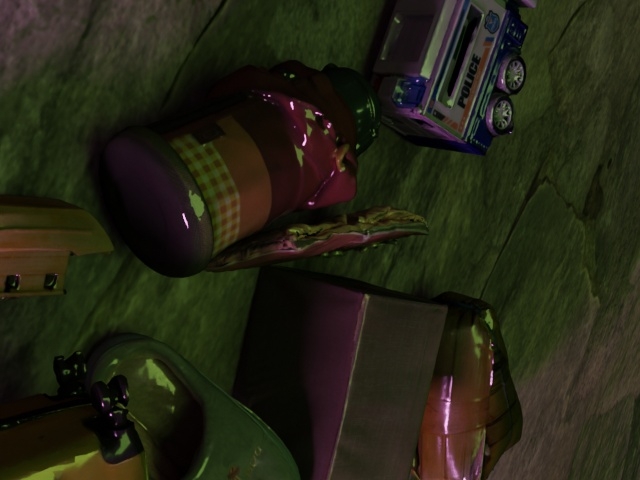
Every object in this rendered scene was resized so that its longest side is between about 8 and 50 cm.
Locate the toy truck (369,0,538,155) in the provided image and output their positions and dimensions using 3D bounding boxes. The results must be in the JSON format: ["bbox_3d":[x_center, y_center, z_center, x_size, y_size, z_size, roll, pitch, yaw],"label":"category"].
[{"bbox_3d":[0.157,-0.244,1.007,0.155,0.124,0.268,22,85,-45],"label":"toy truck"}]

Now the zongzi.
[{"bbox_3d":[0.221,0.176,1.211,0.289,0.123,0.260,-20,113,-55],"label":"zongzi"}]

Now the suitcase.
[{"bbox_3d":[-0.227,0.215,0.639,0.194,0.143,0.234,-14,109,-36],"label":"suitcase"}]

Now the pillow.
[{"bbox_3d":[0.000,0.000,0.895,0.232,0.126,0.043,-10,85,-49],"label":"pillow"}]

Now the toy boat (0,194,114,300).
[{"bbox_3d":[-0.250,0.006,0.661,0.200,0.057,0.077,2,105,-49],"label":"toy boat"}]

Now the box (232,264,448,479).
[{"bbox_3d":[0.014,0.156,0.933,0.155,0.149,0.231,9,94,-50],"label":"box"}]

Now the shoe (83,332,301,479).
[{"bbox_3d":[-0.108,0.188,0.784,0.103,0.100,0.251,-42,106,2],"label":"shoe"}]

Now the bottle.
[{"bbox_3d":[-0.049,-0.078,0.789,0.271,0.143,0.156,-32,81,-36],"label":"bottle"}]
